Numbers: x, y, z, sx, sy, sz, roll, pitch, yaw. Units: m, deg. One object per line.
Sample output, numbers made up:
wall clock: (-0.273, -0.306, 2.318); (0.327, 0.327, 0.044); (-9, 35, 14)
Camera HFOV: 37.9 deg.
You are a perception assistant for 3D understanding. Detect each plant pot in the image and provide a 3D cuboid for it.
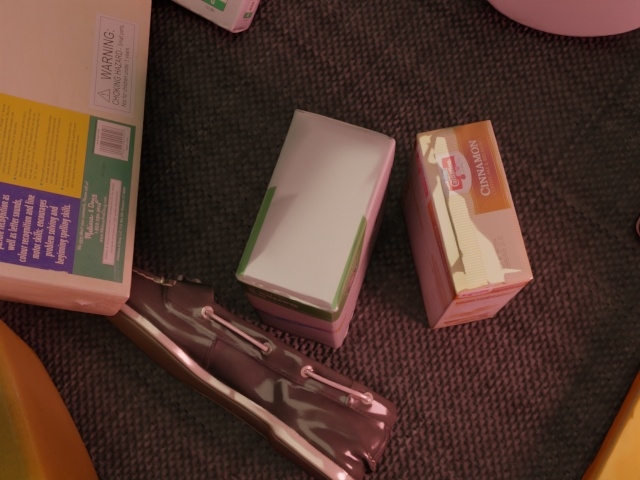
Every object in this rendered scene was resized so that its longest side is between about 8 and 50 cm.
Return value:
plant pot: (-0.321, 0.180, 0.805); (0.212, 0.212, 0.187); (-17, 66, -4)

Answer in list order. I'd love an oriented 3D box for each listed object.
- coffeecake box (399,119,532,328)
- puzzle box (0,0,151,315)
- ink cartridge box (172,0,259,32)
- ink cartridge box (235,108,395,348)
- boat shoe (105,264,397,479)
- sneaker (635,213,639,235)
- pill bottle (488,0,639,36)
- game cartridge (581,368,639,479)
coffeecake box: (0.125, -0.007, 0.851); (0.068, 0.185, 0.143); (-11, 76, -3)
puzzle box: (-0.288, -0.148, 0.804); (0.272, 0.052, 0.409); (12, 61, -25)
ink cartridge box: (-0.117, -0.355, 0.953); (0.181, 0.056, 0.225); (29, 115, 8)
ink cartridge box: (0.000, 0.000, 0.838); (0.093, 0.212, 0.154); (17, 77, 8)
boat shoe: (-0.079, 0.103, 0.870); (0.335, 0.112, 0.095); (37, 70, 4)
sneaker: (0.429, -0.061, 0.926); (0.132, 0.086, 0.229); (37, 89, 4)
pill bottle: (0.287, -0.424, 0.939); (0.223, 0.224, 0.392); (13, 76, 4)
game cartridge: (0.391, 0.252, 0.859); (0.285, 0.053, 0.324); (30, 80, 8)
